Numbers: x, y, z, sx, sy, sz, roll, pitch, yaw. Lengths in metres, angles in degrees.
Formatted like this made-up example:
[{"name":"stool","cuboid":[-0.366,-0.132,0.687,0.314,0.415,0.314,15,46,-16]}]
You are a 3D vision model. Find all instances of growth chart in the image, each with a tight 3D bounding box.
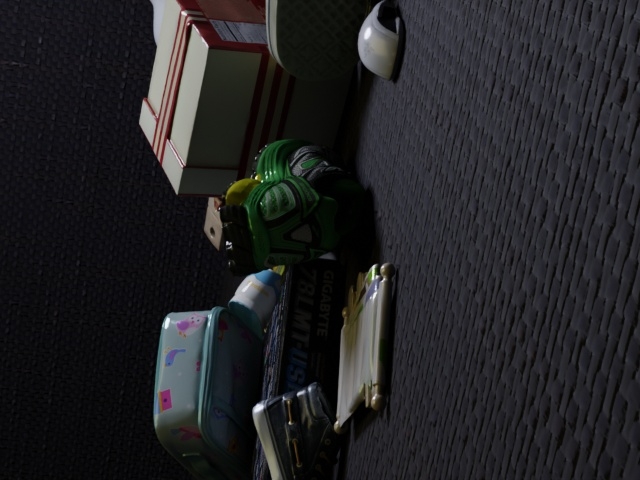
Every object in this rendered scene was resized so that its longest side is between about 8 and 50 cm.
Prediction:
[{"name":"growth chart","cuboid":[0.042,0.109,1.375,0.237,0.021,0.172,120,158,-71]}]

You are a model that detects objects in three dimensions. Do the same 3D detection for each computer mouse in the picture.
[{"name":"computer mouse","cuboid":[0.063,-0.242,1.525,0.193,0.042,0.106,-96,17,-64]}]

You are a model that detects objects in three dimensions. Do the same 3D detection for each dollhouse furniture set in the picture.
[{"name":"dollhouse furniture set","cuboid":[-0.116,-0.021,2.506,0.183,0.129,0.129,51,141,38]}]

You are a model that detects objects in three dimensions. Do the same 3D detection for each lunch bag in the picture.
[{"name":"lunch bag","cuboid":[-0.131,0.239,1.879,0.279,0.108,0.224,53,-149,-52]}]

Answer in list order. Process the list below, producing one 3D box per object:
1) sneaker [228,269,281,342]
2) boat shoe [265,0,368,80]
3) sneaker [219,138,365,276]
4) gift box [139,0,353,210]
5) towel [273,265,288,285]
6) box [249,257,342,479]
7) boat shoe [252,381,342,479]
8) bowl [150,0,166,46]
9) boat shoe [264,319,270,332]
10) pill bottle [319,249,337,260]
[{"name":"sneaker","cuboid":[-0.099,0.119,2.270,0.092,0.087,0.228,-55,-9,-18]},{"name":"boat shoe","cuboid":[0.010,-0.441,1.628,0.156,0.187,0.500,-101,15,-52]},{"name":"sneaker","cuboid":[-0.010,-0.038,1.598,0.343,0.146,0.134,-61,-34,-69]},{"name":"gift box","cuboid":[-0.091,-0.186,1.897,0.255,0.276,0.258,-117,37,-55]},{"name":"towel","cuboid":[-0.107,-0.040,2.277,0.237,0.021,0.102,63,157,22]},{"name":"box","cuboid":[-0.040,0.209,1.692,0.293,0.073,0.295,107,170,-63]},{"name":"boat shoe","cuboid":[-0.008,0.249,1.458,0.183,0.083,0.065,69,-167,16]},{"name":"bowl","cuboid":[-0.138,-0.295,2.107,0.298,0.298,0.134,-171,93,-83]},{"name":"boat shoe","cuboid":[-0.075,0.145,2.184,0.035,0.035,0.100,-92,12,-53]},{"name":"pill bottle","cuboid":[0.000,0.000,1.734,0.083,0.043,0.043,-91,12,-51]}]
